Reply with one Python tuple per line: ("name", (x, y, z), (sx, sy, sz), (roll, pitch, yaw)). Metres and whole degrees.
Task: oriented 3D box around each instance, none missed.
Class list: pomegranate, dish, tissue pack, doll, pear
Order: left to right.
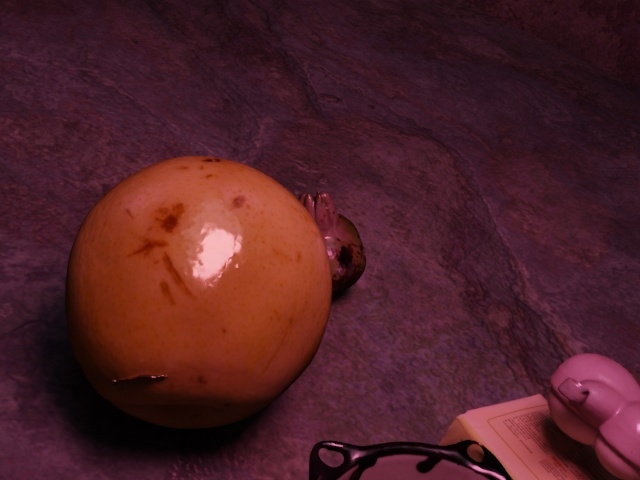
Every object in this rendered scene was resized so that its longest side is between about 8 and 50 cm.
("pear", (-0.133, 0.063, 1.020), (0.309, 0.309, 0.309), (14, 33, -9))
("pomegranate", (-0.010, 0.005, 1.295), (0.163, 0.125, 0.138), (54, 24, -32))
("dish", (0.098, 0.336, 0.886), (0.302, 0.120, 0.303), (12, 36, -9))
("tissue pack", (0.253, 0.300, 1.020), (0.159, 0.125, 0.234), (-5, 40, -39))
("doll", (0.367, 0.232, 1.007), (0.365, 0.094, 0.160), (36, 14, -32))
